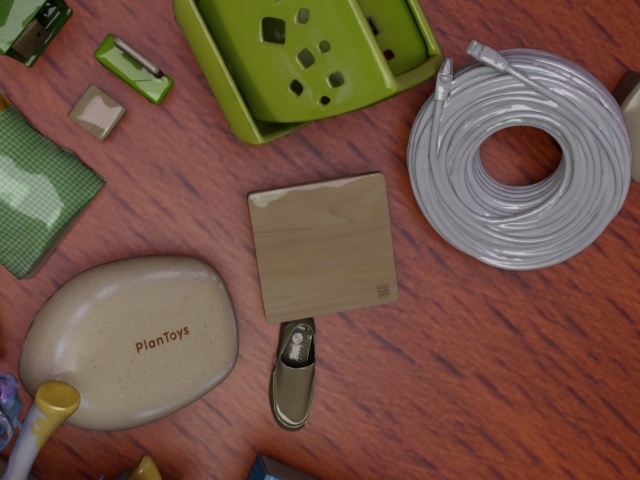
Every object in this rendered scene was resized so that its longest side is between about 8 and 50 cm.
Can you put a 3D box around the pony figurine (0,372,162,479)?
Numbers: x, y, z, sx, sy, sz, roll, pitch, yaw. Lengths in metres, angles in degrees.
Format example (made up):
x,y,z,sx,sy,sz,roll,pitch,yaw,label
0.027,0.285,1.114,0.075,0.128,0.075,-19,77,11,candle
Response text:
x,y,z,sx,sy,sz,roll,pitch,yaw,label
-0.330,0.303,1.248,0.351,0.303,0.363,22,128,3,pony figurine

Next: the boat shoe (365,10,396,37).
x,y,z,sx,sy,sz,roll,pitch,yaw,label
0.087,-0.249,1.439,0.125,0.046,0.038,38,88,-3,boat shoe

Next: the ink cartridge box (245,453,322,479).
x,y,z,sx,sy,sz,roll,pitch,yaw,label
-0.031,0.432,1.352,0.223,0.129,0.307,25,88,-9,ink cartridge box

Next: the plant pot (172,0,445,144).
x,y,z,sx,sy,sz,roll,pitch,yaw,label
-0.018,-0.237,1.333,0.207,0.227,0.228,-25,95,24,plant pot

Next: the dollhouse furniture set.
x,y,z,sx,sy,sz,roll,pitch,yaw,label
-0.330,-0.121,1.351,0.197,0.151,0.301,37,88,-6,dollhouse furniture set

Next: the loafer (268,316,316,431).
x,y,z,sx,sy,sz,roll,pitch,yaw,label
-0.033,0.158,1.439,0.056,0.050,0.148,1,91,-4,loafer

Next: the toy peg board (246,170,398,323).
x,y,z,sx,sy,sz,roll,pitch,yaw,label
0.000,0.000,1.434,0.161,0.079,0.161,-9,107,-5,toy peg board

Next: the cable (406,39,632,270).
x,y,z,sx,sy,sz,roll,pitch,yaw,label
0.229,-0.094,1.396,0.257,0.089,0.257,21,119,-1,cable

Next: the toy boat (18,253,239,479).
x,y,z,sx,sy,sz,roll,pitch,yaw,label
-0.215,0.179,1.372,0.267,0.148,0.318,-12,96,-35,toy boat

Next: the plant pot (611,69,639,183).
x,y,z,sx,sy,sz,roll,pitch,yaw,label
0.386,-0.131,1.448,0.109,0.109,0.096,43,102,-6,plant pot
